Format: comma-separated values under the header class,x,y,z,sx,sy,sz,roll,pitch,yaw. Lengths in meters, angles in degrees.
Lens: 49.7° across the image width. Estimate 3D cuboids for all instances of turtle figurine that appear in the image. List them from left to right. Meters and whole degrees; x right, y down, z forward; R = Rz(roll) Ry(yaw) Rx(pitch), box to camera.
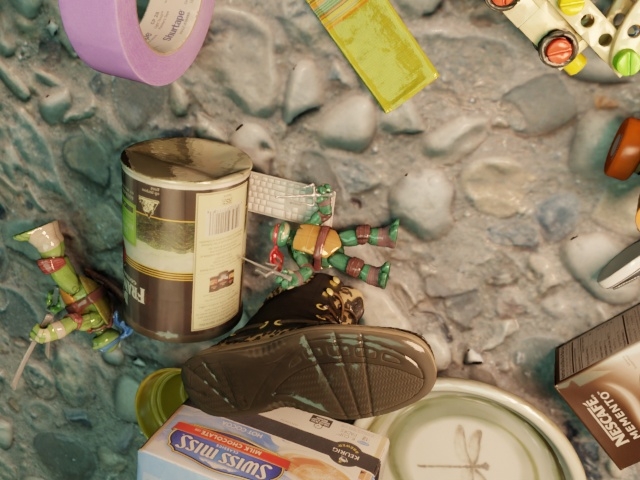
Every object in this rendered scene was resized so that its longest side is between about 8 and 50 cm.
class,x,y,z,sx,sy,sz,roll,pitch,yaw
turtle figurine,-0.507,0.113,1.273,0.274,0.198,0.266,-17,99,20
turtle figurine,0.000,0.000,1.093,0.234,0.118,0.175,11,84,7

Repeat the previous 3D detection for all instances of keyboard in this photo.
class,x,y,z,sx,sy,sz,roll,pitch,yaw
keyboard,-0.098,-0.078,1.161,0.255,0.014,0.072,14,113,14

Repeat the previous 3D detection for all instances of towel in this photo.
class,x,y,z,sx,sy,sz,roll,pitch,yaw
towel,0.067,-0.309,1.014,0.102,0.021,0.237,-33,96,27

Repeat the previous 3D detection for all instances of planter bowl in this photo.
class,x,y,z,sx,sy,sz,roll,pitch,yaw
planter bowl,-0.235,0.317,1.311,0.217,0.090,0.217,6,111,16

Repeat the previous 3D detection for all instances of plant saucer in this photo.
class,x,y,z,sx,sy,sz,roll,pitch,yaw
plant saucer,0.238,0.391,1.168,0.400,0.100,0.401,6,111,17

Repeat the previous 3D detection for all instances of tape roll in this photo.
class,x,y,z,sx,sy,sz,roll,pitch,yaw
tape roll,-0.242,-0.360,0.960,0.090,0.275,0.275,15,114,13

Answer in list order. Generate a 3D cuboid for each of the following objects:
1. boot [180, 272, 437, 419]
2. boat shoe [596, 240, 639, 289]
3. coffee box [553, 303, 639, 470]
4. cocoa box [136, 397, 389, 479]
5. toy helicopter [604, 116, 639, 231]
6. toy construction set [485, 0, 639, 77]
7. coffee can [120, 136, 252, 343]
class,x,y,z,sx,sy,sz,roll,pitch,yaw
boot,0.010,0.147,1.054,0.377,0.284,0.138,-13,104,24
boat shoe,0.487,0.032,0.968,0.183,0.065,0.083,-41,92,26
coffee box,0.507,0.176,0.984,0.297,0.119,0.168,-38,95,26
cocoa box,-0.095,0.417,1.115,0.346,0.228,0.232,16,114,15
toy helicopter,0.450,-0.146,0.784,0.140,0.235,0.355,22,132,11
toy construction set,0.323,-0.334,0.842,0.328,0.151,0.215,47,117,-2
coffee can,-0.218,-0.005,1.116,0.201,0.201,0.276,14,116,14
